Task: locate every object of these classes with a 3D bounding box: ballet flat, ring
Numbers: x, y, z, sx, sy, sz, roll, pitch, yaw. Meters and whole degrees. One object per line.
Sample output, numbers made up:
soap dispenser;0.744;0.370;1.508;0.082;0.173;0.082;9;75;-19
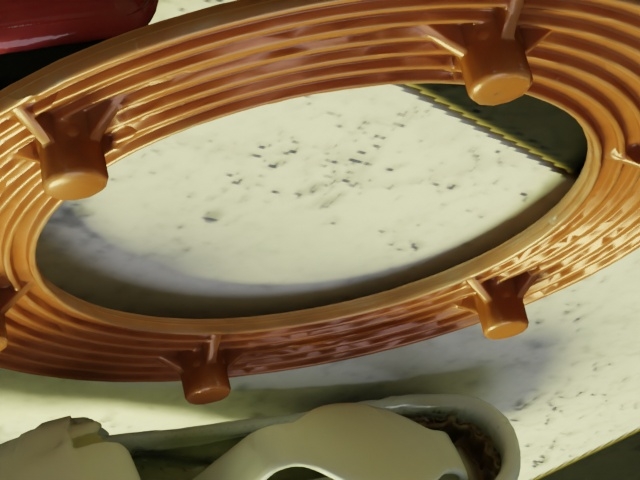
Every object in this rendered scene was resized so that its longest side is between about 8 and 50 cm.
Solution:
ballet flat;-0.073;0.129;0.768;0.400;0.139;0.139;-5;151;-32
ring;0.000;0.000;0.644;0.336;0.032;0.336;-10;157;-4

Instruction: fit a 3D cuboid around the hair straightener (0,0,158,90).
hair straightener;-0.164;-0.043;0.550;0.230;0.047;0.089;-12;150;-7
